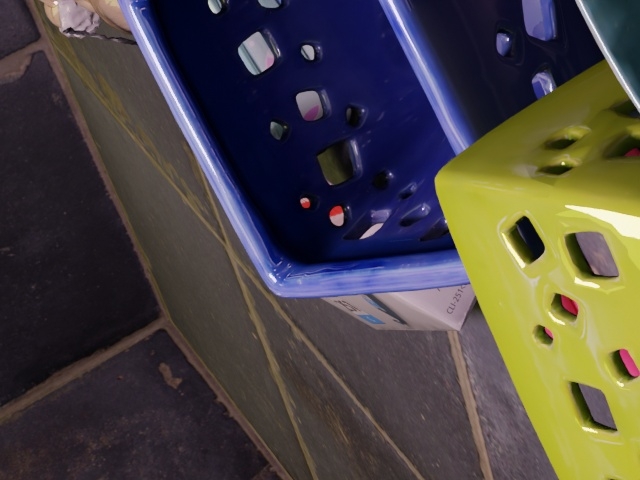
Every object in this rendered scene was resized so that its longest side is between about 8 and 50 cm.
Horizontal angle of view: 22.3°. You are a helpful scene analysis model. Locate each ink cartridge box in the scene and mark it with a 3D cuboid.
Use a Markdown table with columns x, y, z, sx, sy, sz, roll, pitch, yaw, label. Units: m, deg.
| x | y | z | sx | sy | sz | roll | pitch | yaw | label |
| --- | --- | --- | --- | --- | --- | --- | --- | --- | --- |
| 0.000 | 0.000 | 1.602 | 0.261 | 0.066 | 0.296 | 31 | 171 | -10 | ink cartridge box |

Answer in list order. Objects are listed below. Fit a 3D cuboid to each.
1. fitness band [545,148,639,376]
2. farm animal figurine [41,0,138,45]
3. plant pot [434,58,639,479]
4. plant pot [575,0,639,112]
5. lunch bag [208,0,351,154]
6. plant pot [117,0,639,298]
| x | y | z | sx | sy | sz | roll | pitch | yaw | label |
| --- | --- | --- | --- | --- | --- | --- | --- | --- | --- |
| 0.196 | 0.003 | 1.169 | 0.291 | 0.054 | 0.209 | 61 | 164 | -8 | fitness band |
| -0.135 | -0.323 | 1.410 | 0.330 | 0.172 | 0.327 | -153 | 77 | -67 | farm animal figurine |
| 0.223 | 0.020 | 0.731 | 0.207 | 0.228 | 0.227 | 13 | 131 | 65 | plant pot |
| 0.216 | -0.128 | 0.477 | 0.290 | 0.195 | 0.290 | 55 | 167 | 20 | plant pot |
| -0.083 | -0.204 | 1.630 | 0.279 | 0.108 | 0.224 | 59 | 168 | 2 | lunch bag |
| 0.056 | -0.119 | 0.973 | 0.236 | 0.212 | 0.236 | -10 | 112 | 50 | plant pot |
